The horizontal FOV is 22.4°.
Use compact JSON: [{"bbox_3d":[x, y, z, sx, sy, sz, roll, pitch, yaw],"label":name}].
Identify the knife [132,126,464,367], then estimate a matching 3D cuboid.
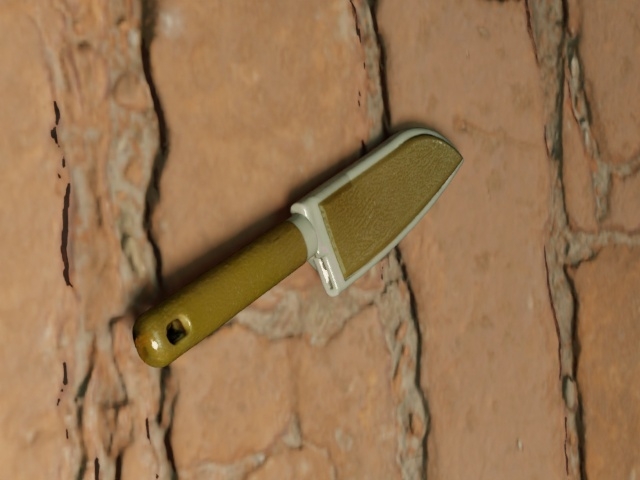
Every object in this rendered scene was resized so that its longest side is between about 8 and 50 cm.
[{"bbox_3d":[0.000,0.001,0.946,0.343,0.027,0.061,-37,112,-50],"label":"knife"}]
